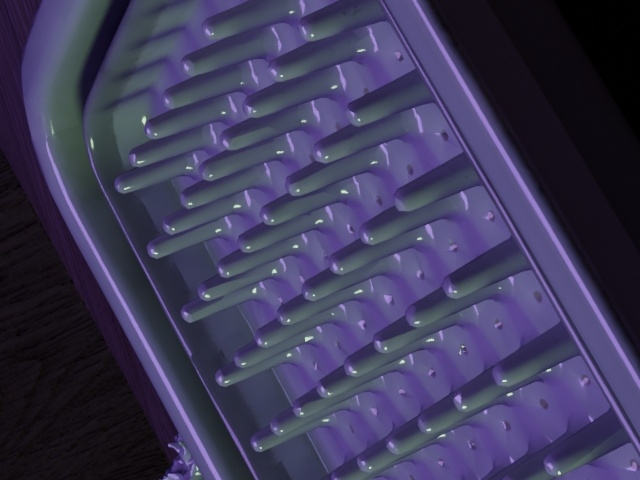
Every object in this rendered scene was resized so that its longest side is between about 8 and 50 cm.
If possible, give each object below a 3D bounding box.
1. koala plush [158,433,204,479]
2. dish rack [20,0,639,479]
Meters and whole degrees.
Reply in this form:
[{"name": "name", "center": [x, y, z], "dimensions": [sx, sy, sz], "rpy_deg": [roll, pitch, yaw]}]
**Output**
[{"name": "koala plush", "center": [0.009, 0.159, 0.718], "dimensions": [0.196, 0.203, 0.221], "rpy_deg": [25, 133, 2]}, {"name": "dish rack", "center": [0.033, 0.036, 0.500], "dimensions": [0.333, 0.072, 0.285], "rpy_deg": [60, 155, 8]}]
